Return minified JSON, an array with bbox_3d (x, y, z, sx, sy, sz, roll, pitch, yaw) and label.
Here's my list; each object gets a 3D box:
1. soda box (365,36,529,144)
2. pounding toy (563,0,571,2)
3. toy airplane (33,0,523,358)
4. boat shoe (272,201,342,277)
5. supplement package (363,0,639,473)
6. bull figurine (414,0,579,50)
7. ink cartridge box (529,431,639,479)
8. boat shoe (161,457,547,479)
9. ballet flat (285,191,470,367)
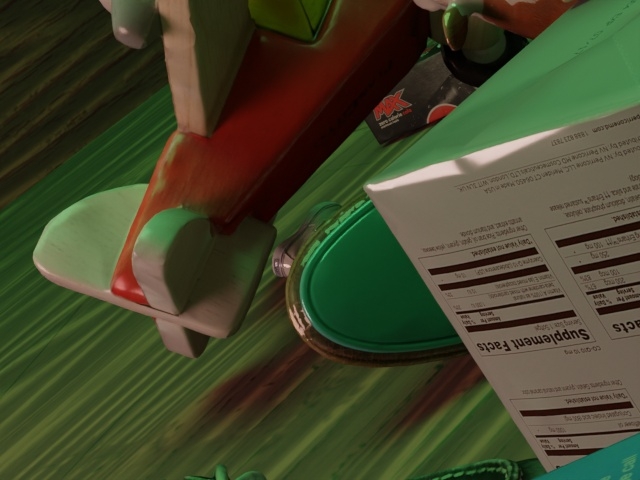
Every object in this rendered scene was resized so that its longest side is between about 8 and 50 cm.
[{"bbox_3d":[0.110,-0.146,1.745,0.169,0.060,0.053,-23,14,42],"label":"soda box"},{"bbox_3d":[0.119,-0.175,0.696,0.141,0.130,0.100,-24,15,34],"label":"pounding toy"},{"bbox_3d":[-0.067,-0.116,1.337,0.384,0.272,0.386,-27,-28,-55],"label":"toy airplane"},{"bbox_3d":[0.000,0.000,1.530,0.035,0.035,0.100,7,28,28],"label":"boat shoe"},{"bbox_3d":[0.167,0.000,0.685,0.194,0.203,0.149,-41,15,-32],"label":"supplement package"},{"bbox_3d":[0.213,-0.161,1.176,0.310,0.101,0.188,-15,-24,22],"label":"bull figurine"},{"bbox_3d":[-0.010,0.199,0.525,0.307,0.129,0.223,-27,14,24],"label":"ink cartridge box"},{"bbox_3d":[-0.039,0.155,0.798,0.335,0.119,0.121,-28,13,21],"label":"boat shoe"},{"bbox_3d":[0.134,-0.026,1.124,0.342,0.116,0.124,-32,-1,-7],"label":"ballet flat"}]
